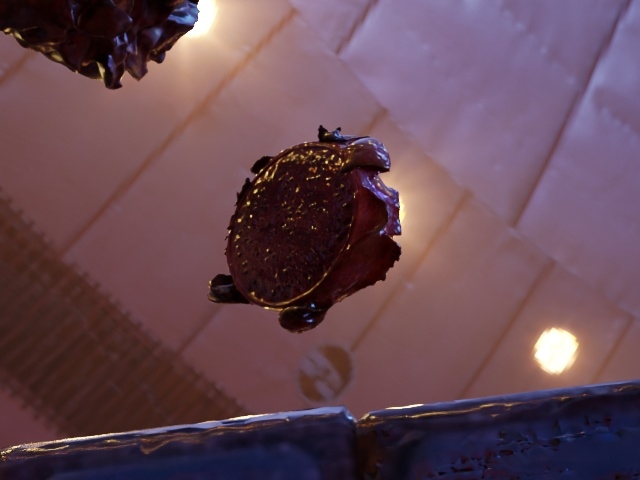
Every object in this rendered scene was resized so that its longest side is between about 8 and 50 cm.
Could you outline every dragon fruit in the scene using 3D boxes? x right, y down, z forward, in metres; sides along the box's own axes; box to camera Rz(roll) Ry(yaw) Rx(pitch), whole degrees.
[{"bbox_3d":[0.004,-0.002,0.992,0.068,0.112,0.126,23,-89,-46],"label":"dragon fruit"}]

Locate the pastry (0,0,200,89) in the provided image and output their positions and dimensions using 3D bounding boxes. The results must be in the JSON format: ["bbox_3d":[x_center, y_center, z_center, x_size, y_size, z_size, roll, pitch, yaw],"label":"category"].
[{"bbox_3d":[-0.132,-0.144,0.637,0.115,0.208,0.097,-58,-15,23],"label":"pastry"}]

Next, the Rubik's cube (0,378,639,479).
[{"bbox_3d":[-0.018,0.243,0.504,0.305,0.301,0.304,-9,-29,-1],"label":"Rubik's cube"}]
